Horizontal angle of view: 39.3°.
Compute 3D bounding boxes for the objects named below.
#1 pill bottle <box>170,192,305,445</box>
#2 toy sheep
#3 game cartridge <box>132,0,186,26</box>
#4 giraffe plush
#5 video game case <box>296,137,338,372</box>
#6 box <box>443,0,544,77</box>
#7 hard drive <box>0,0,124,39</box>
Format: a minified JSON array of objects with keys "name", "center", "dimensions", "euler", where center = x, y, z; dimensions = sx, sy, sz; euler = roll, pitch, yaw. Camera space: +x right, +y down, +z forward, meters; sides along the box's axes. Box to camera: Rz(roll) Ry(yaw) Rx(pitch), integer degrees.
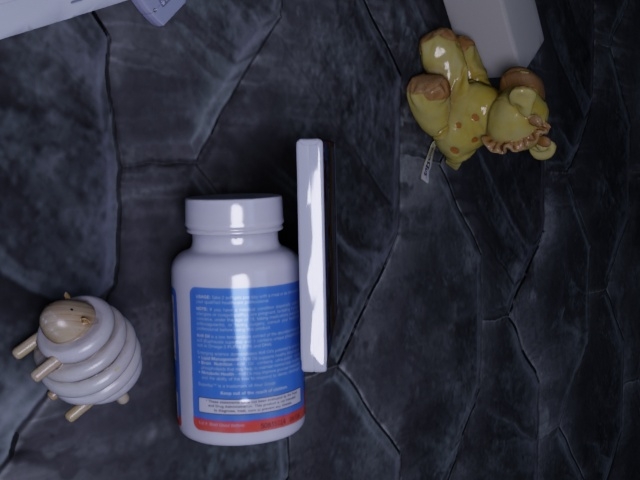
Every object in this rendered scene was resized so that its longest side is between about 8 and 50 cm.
[{"name":"pill bottle","center":[-0.077,0.069,0.843],"dimensions":[0.124,0.124,0.221],"euler":[-11,102,-54]},{"name":"toy sheep","center":[-0.189,0.094,0.728],"dimensions":[0.091,0.091,0.132],"euler":[-61,151,-32]},{"name":"game cartridge","center":[-0.155,-0.238,0.805],"dimensions":[0.056,0.017,0.083],"euler":[-61,137,-37]},{"name":"giraffe plush","center":[0.229,-0.180,1.214],"dimensions":[0.181,0.171,0.210],"euler":[7,87,-55]},{"name":"video game case","center":[0.000,0.000,0.906],"dimensions":[0.285,0.025,0.204],"euler":[-64,154,-84]},{"name":"box","center":[0.230,-0.373,1.267],"dimensions":[0.113,0.094,0.275],"euler":[-53,133,-38]},{"name":"hard drive","center":[-0.179,-0.299,0.610],"dimensions":[0.203,0.040,0.307],"euler":[-34,148,-41]}]
